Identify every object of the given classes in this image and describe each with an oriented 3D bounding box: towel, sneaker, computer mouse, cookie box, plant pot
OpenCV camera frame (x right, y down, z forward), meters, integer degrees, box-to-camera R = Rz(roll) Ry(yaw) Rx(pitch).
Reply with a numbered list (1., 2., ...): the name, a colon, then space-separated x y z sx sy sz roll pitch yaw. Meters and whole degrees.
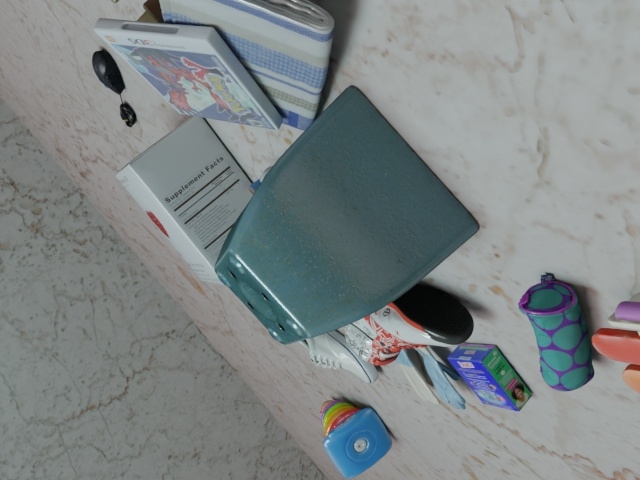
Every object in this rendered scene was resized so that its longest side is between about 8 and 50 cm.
1. towel: -0.091 -0.231 0.752 0.209 0.034 0.285 21 167 0
2. sneaker: 0.021 0.268 1.451 0.258 0.091 0.094 35 155 27
3. computer mouse: -0.474 -0.337 1.392 0.071 0.041 0.242 38 157 19
4. sneaker: 0.134 0.146 0.986 0.270 0.090 0.145 19 129 43
5. cookie box: 0.271 0.218 0.978 0.107 0.040 0.092 51 158 -11
6. plant pot: 0.000 0.000 0.820 0.247 0.252 0.248 48 158 -2

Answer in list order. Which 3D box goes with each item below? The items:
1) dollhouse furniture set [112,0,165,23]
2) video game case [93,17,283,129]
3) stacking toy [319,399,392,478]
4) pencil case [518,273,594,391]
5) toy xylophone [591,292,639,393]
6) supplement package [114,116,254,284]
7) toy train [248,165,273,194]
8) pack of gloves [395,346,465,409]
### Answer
1. dollhouse furniture set: -0.214 -0.407 0.735 0.259 0.135 0.262 42 161 -18
2. video game case: -0.168 -0.216 0.804 0.183 0.023 0.201 14 166 26
3. stacking toy: 0.065 0.541 1.805 0.166 0.175 0.302 60 169 -17
4. pencil case: 0.289 0.117 0.743 0.070 0.064 0.152 3 134 38
5. toy xylophone: 0.419 0.161 0.558 0.323 0.081 0.236 50 157 -9
6. supplement package: -0.246 -0.077 1.238 0.293 0.175 0.177 54 158 -16
7. toy train: -0.044 -0.055 1.048 0.184 0.080 0.105 44 149 14
8. pack of gloves: 0.186 0.212 1.148 0.232 0.046 0.195 56 164 -7
